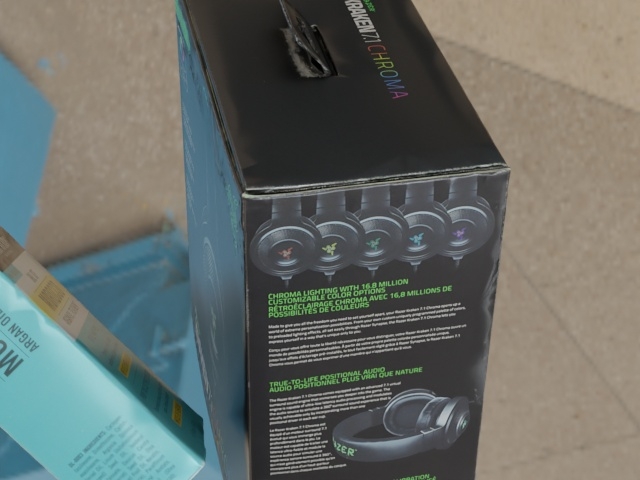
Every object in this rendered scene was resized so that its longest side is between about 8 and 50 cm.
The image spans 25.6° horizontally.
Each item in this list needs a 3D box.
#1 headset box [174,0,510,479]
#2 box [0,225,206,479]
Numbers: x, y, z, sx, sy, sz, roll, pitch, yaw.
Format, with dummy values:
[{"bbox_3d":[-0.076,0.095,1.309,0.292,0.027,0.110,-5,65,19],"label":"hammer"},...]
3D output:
[{"bbox_3d":[0.000,0.000,0.793,0.131,0.246,0.283,-6,128,-10],"label":"headset box"},{"bbox_3d":[-0.168,0.044,0.750,0.060,0.100,0.244,-45,99,1],"label":"box"}]
